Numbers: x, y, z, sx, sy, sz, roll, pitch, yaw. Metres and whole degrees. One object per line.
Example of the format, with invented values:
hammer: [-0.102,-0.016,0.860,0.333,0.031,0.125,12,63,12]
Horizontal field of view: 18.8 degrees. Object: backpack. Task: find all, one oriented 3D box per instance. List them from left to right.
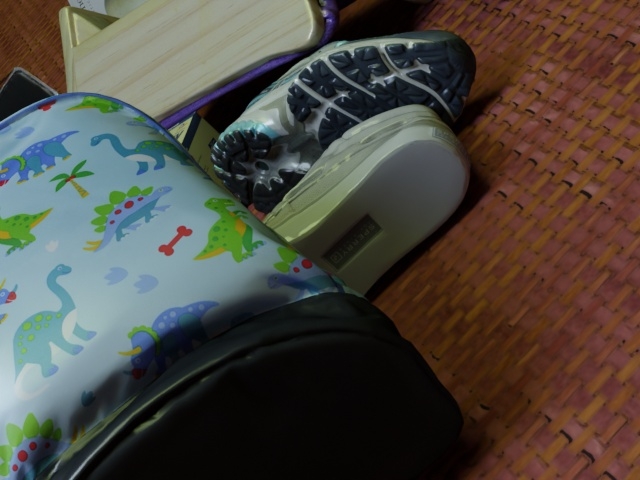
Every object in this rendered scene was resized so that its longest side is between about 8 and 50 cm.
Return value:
backpack: [-0.128,0.065,1.234,0.290,0.273,0.355,-35,25,-5]

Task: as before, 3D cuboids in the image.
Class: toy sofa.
toy sofa: [-0.074,-0.187,1.775,0.362,0.150,0.177,-26,66,41]

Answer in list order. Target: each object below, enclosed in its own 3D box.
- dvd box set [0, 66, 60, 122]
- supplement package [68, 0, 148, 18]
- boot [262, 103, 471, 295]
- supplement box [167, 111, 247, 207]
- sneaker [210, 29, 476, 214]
dvd box set: [-0.430,0.030,1.911,0.420,0.062,0.307,-32,27,51]
supplement package: [-0.127,-0.341,1.975,0.263,0.199,0.198,-28,-2,39]
boot: [0.000,0.000,1.433,0.258,0.095,0.123,-36,16,8]
supplement box: [-0.109,-0.051,1.696,0.056,0.083,0.083,-31,27,35]
sneaker: [0.022,-0.125,1.558,0.283,0.110,0.122,-21,31,47]
